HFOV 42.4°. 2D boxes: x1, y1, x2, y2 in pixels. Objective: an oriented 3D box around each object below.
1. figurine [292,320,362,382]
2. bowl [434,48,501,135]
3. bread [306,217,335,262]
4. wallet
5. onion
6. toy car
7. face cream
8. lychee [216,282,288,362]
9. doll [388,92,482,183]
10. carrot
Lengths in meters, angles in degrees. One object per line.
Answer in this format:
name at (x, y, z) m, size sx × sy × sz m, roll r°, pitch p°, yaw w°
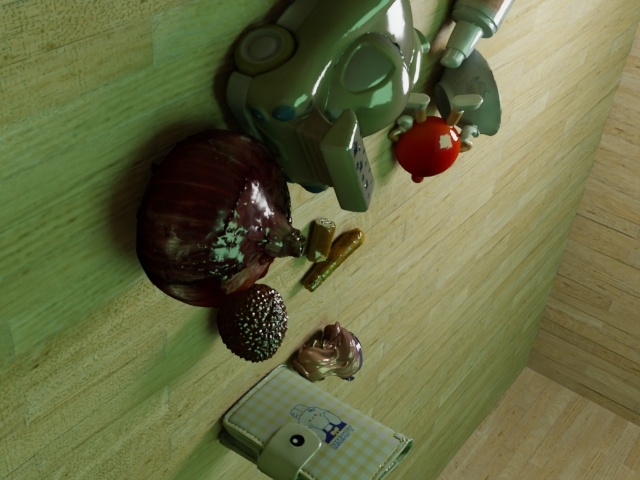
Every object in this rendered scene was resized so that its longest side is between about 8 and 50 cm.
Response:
figurine at (0.019, 0.236, 1.701) m, size 0.157 × 0.114 × 0.126 m, roll -6°, pitch 77°, yaw -51°
bowl at (0.283, -0.289, 1.664) m, size 0.086 × 0.189 × 0.189 m, roll -18°, pitch 141°, yaw -8°
bread at (0.000, 0.000, 1.527) m, size 0.047 × 0.036 × 0.083 m, roll -9°, pitch 124°, yaw -40°
wallet at (-0.015, 0.367, 1.536) m, size 0.223 × 0.309 × 0.077 m, roll -34°, pitch 138°, yaw -42°
onion at (-0.122, -0.019, 1.085) m, size 0.252 × 0.219 × 0.252 m, roll -54°, pitch 157°, yaw -36°
toy car at (0.048, -0.240, 1.174) m, size 0.336 × 0.226 × 0.242 m, roll -52°, pitch 152°, yaw -17°
face cream at (0.309, -0.445, 1.594) m, size 0.252 × 0.101 × 0.101 m, roll -61°, pitch 154°, yaw -4°
lychee at (-0.110, 0.138, 1.365) m, size 0.123 × 0.129 × 0.123 m, roll -22°, pitch 165°, yaw -6°
doll at (0.224, -0.204, 1.633) m, size 0.217 × 0.183 × 0.085 m, roll 93°, pitch -4°, yaw -47°
carrot at (0.025, 0.038, 1.605) m, size 0.171 × 0.042 × 0.042 m, roll -46°, pitch 150°, yaw -26°
